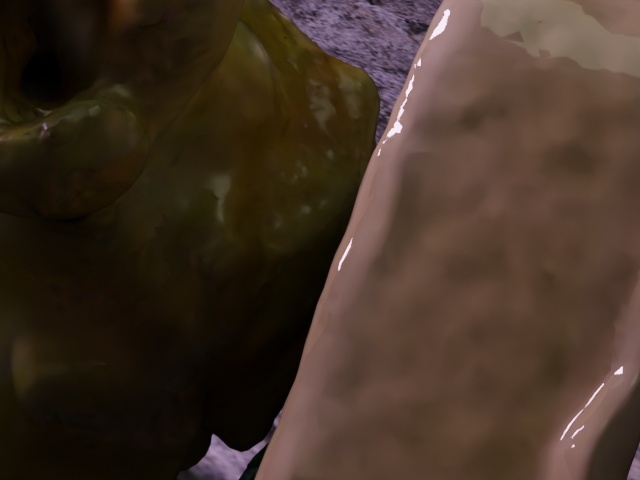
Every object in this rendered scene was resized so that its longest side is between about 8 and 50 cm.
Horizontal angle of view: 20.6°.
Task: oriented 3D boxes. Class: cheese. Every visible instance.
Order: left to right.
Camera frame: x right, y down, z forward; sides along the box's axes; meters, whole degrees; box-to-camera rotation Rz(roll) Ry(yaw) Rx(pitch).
[{"bbox_3d":[0.019,0.137,0.583,0.104,0.384,0.384,19,19,5],"label":"cheese"}]

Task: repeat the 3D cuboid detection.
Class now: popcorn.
[{"bbox_3d":[-0.104,-0.032,0.634,0.276,0.276,0.225,8,32,-36],"label":"popcorn"}]

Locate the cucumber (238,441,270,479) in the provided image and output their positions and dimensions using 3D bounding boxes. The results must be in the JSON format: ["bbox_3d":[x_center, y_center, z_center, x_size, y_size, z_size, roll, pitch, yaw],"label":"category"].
[{"bbox_3d":[-0.018,0.119,0.888,0.039,0.039,0.168,26,17,8],"label":"cucumber"}]
